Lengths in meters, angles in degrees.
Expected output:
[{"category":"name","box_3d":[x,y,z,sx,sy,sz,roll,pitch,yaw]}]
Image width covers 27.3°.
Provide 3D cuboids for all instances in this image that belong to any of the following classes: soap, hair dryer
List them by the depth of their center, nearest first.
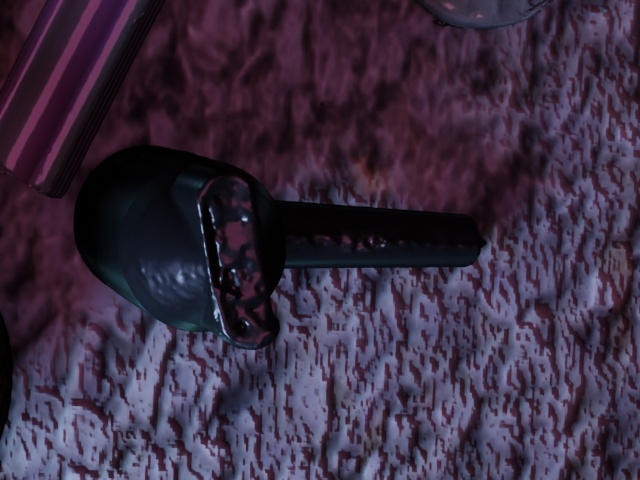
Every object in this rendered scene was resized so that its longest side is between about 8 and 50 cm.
[{"category":"hair dryer","box_3d":[0.000,0.000,0.909,0.302,0.244,0.116,0,98,-22]},{"category":"soap","box_3d":[-0.169,-0.131,0.928,0.065,0.122,0.203,27,88,-6]}]

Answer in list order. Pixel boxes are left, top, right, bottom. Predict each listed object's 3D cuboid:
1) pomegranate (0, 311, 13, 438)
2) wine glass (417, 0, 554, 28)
[{"category":"pomegranate","box_3d":[-0.370,0.067,0.864,0.341,0.285,0.285,40,87,19]},{"category":"wine glass","box_3d":[0.138,-0.239,0.926,0.165,0.196,0.165,0,93,-9]}]
